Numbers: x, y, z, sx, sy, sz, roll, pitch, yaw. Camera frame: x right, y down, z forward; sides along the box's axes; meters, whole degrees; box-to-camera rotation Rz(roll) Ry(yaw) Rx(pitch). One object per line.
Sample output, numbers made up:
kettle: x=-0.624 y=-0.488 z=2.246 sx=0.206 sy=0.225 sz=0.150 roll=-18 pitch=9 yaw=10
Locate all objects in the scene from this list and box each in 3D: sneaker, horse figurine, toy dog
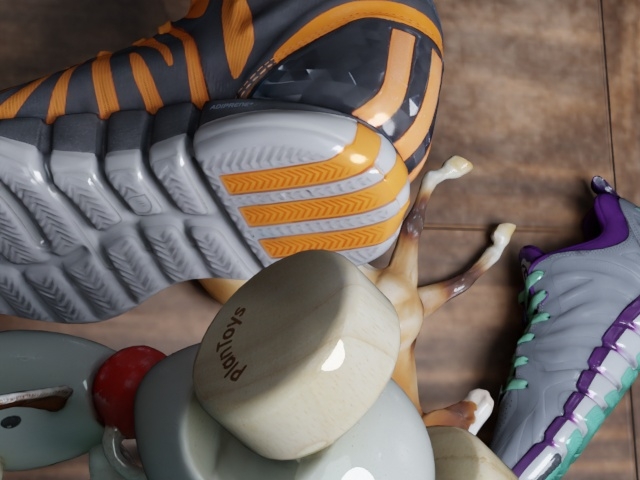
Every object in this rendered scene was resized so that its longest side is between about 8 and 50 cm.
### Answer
sneaker: x=0.131 y=0.063 z=1.032 sx=0.098 sy=0.083 sz=0.224 roll=37 pitch=62 yaw=12
sneaker: x=-0.081 y=-0.064 z=0.901 sx=0.125 sy=0.321 sz=0.180 roll=64 pitch=34 yaw=-41
horse figurine: x=0.000 y=0.000 z=0.994 sx=0.263 sy=0.066 sz=0.174 roll=36 pitch=64 yaw=-10
toy dog: x=-0.068 y=0.117 z=0.797 sx=0.220 sy=0.333 sz=0.161 roll=39 pitch=61 yaw=-13
